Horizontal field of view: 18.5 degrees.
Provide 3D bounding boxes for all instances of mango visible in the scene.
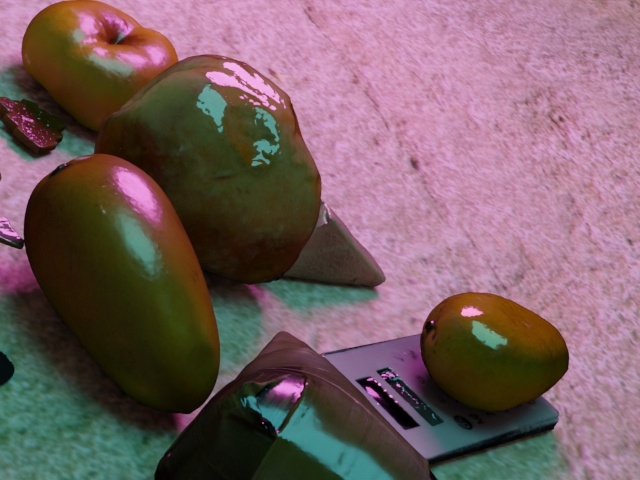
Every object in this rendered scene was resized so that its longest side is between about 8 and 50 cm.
[{"bbox_3d":[0.180,0.114,1.977,0.195,0.098,0.137,11,29,-47],"label":"mango"},{"bbox_3d":[-0.173,0.030,1.732,0.254,0.139,0.175,54,-4,32],"label":"mango"}]

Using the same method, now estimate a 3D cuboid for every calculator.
[{"bbox_3d":[0.118,0.153,1.972,0.161,0.021,0.262,44,30,26],"label":"calculator"}]

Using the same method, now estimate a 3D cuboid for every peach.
[{"bbox_3d":[-0.233,-0.189,2.110,0.179,0.103,0.179,23,31,-15],"label":"peach"},{"bbox_3d":[-0.105,-0.061,1.939,0.235,0.214,0.214,50,28,-1],"label":"peach"}]

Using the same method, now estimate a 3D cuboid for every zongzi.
[{"bbox_3d":[0.039,0.201,1.691,0.289,0.154,0.317,40,22,1],"label":"zongzi"}]

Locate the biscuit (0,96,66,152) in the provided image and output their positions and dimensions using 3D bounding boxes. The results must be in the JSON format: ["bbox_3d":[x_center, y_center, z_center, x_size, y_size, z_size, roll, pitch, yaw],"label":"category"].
[{"bbox_3d":[-0.295,-0.115,2.017,0.082,0.016,0.092,19,30,-32],"label":"biscuit"}]

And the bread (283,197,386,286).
[{"bbox_3d":[-0.013,0.016,2.071,0.152,0.105,0.077,49,7,-47],"label":"bread"}]

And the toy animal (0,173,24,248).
[{"bbox_3d":[-0.329,-0.043,1.734,0.095,0.155,0.219,-23,40,-11],"label":"toy animal"}]

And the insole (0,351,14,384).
[{"bbox_3d":[-0.330,0.108,1.619,0.188,0.004,0.064,-2,41,-46],"label":"insole"}]
